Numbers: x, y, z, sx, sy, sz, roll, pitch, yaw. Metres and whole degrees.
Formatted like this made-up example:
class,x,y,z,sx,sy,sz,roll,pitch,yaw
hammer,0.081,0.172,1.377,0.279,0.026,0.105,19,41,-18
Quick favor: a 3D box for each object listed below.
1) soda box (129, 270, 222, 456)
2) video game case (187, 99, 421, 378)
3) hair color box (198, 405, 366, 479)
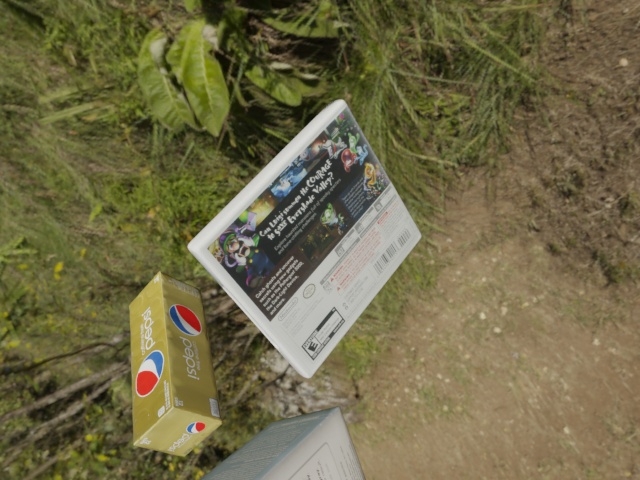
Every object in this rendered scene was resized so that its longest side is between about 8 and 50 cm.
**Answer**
class,x,y,z,sx,sy,sz,roll,pitch,yaw
soda box,-0.152,0.119,0.571,0.058,0.061,0.181,32,-158,-37
video game case,0.000,0.000,0.508,0.022,0.190,0.173,13,145,51
hair color box,-0.069,0.325,0.542,0.374,0.114,0.185,-14,-97,-64
